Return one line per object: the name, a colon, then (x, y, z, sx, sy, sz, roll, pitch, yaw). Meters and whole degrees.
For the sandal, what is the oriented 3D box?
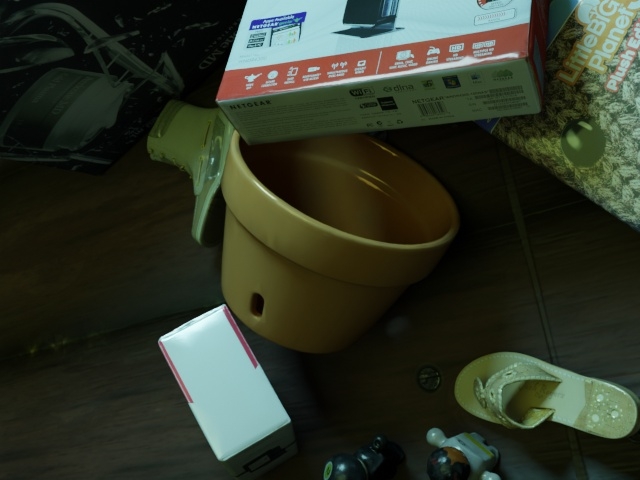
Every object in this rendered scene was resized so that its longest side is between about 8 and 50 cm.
sandal: (0.236, 0.175, 0.934, 0.240, 0.079, 0.088, 3, 84, 43)

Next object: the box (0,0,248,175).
box: (-0.385, -0.364, 1.138, 0.480, 0.472, 0.297, -36, 71, 24)

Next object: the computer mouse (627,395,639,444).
computer mouse: (0.445, 0.223, 0.806, 0.184, 0.060, 0.262, -55, 46, 26)

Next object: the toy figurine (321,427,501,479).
toy figurine: (0.121, 0.336, 0.981, 0.209, 0.148, 0.213, -14, 80, 30)

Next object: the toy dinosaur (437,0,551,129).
toy dinosaur: (0.162, -0.229, 1.030, 0.313, 0.121, 0.160, -7, 71, 35)

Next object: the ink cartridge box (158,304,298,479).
ink cartridge box: (-0.114, 0.211, 1.075, 0.100, 0.237, 0.172, -28, 69, -11)

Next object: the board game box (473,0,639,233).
board game box: (0.359, -0.139, 0.872, 0.291, 0.141, 0.232, 40, 106, 26)

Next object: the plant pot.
plant pot: (0.000, 0.000, 1.018, 0.291, 0.291, 0.203, 40, 124, 26)

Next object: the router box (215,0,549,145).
router box: (0.077, -0.261, 0.905, 0.335, 0.082, 0.301, -4, 57, 25)

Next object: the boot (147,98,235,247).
boot: (-0.192, -0.105, 1.238, 0.165, 0.077, 0.213, 13, 89, 30)
